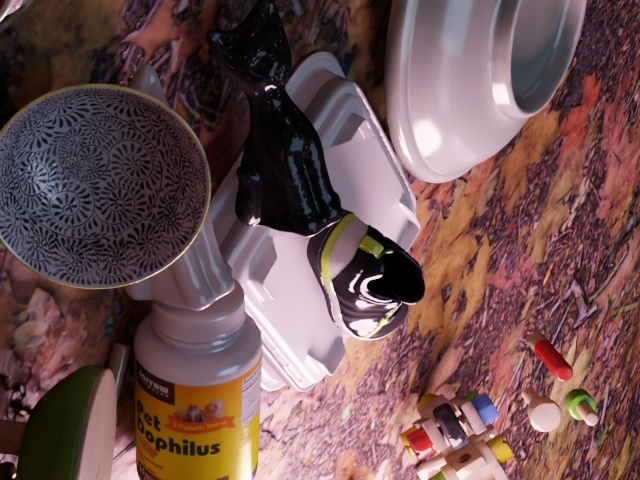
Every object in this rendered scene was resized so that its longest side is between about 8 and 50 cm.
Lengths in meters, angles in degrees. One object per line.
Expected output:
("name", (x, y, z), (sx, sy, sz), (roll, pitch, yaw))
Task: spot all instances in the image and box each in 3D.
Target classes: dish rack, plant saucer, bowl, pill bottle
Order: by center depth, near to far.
("bowl", (-0.172, -0.055, 1.210), (0.080, 0.170, 0.170), (-108, -156, -62))
("pill bottle", (-0.113, 0.135, 1.449), (0.117, 0.117, 0.215), (-36, 140, -44))
("dish rack", (0.000, 0.000, 1.598), (0.286, 0.072, 0.333), (-59, 153, -15))
("plant saucer", (0.204, -0.245, 1.698), (0.400, 0.100, 0.401), (-43, 143, -45))

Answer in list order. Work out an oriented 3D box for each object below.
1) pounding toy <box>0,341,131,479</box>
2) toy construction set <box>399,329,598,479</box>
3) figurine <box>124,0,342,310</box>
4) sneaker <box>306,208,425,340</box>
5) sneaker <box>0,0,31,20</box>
("pounding toy", (-0.237, 0.184, 1.318), (0.237, 0.110, 0.183), (-77, 174, -82))
("toy construction set", (0.207, 0.249, 2.038), (0.309, 0.257, 0.237), (-53, -162, 9))
("figurine", (-0.094, -0.075, 1.338), (0.215, 0.092, 0.209), (-34, 127, -29))
("sneaker", (0.058, 0.051, 1.557), (0.084, 0.097, 0.235), (-59, 153, -12))
("sneaker", (-0.214, -0.178, 1.031), (0.290, 0.123, 0.106), (-33, 136, -49))
